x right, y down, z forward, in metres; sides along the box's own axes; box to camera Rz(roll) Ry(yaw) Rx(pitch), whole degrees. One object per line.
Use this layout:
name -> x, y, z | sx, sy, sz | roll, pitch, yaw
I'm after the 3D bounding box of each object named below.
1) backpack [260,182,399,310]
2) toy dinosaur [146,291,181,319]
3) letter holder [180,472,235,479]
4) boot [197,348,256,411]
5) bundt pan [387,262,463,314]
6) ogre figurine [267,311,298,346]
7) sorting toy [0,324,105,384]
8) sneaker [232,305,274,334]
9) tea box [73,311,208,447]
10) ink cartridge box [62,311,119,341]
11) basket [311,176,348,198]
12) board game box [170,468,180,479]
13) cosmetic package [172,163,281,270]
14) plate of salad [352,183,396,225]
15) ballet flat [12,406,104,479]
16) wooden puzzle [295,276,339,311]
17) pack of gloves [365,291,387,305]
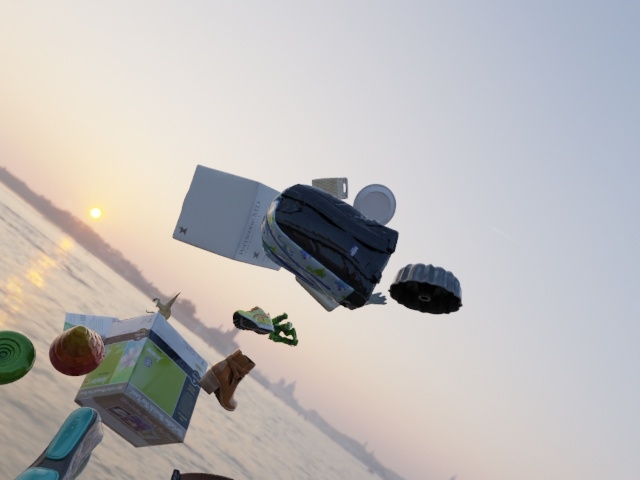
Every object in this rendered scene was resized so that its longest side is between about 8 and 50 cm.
backpack -> 0.000, 0.000, 1.536 | 0.356, 0.290, 0.273 | 38, -32, -17
toy dinosaur -> -0.584, 0.254, 1.980 | 0.093, 0.183, 0.053 | 32, -9, 27
letter holder -> -0.414, 0.993, 1.989 | 0.302, 0.214, 0.152 | -10, -36, 29
boot -> -0.251, 0.413, 1.574 | 0.073, 0.152, 0.197 | 41, -14, 40
bundt pan -> 0.472, 0.205, 2.374 | 0.331, 0.124, 0.330 | 13, -29, 7
ogre figurine -> -0.177, 0.403, 2.386 | 0.118, 0.096, 0.197 | -8, -33, 15
sorting toy -> -0.652, 0.225, 1.142 | 0.126, 0.366, 0.127 | -55, -137, 47
sneaker -> -0.251, 0.281, 1.962 | 0.082, 0.094, 0.208 | -18, -30, 24
tea box -> -0.599, 0.485, 1.844 | 0.220, 0.323, 0.329 | -15, -52, 21
ink cartridge box -> -0.940, 0.380, 2.188 | 0.213, 0.093, 0.154 | 9, 21, -25
basket -> 0.044, -0.259, 2.675 | 0.167, 0.113, 0.103 | 0, 3, 31
board game box -> -0.530, 0.922, 1.881 | 0.026, 0.186, 0.126 | 10, -45, -2
cosmetic package -> -0.341, -0.086, 2.261 | 0.328, 0.329, 0.394 | 18, -1, 26
plate of salad -> 0.232, -0.149, 2.313 | 0.200, 0.200, 0.048 | 44, 0, -20
ballet flat -> -0.559, 0.499, 1.123 | 0.108, 0.316, 0.106 | 6, -58, 18
wooden puzzle -> 0.055, 0.151, 2.108 | 0.221, 0.239, 0.044 | 42, -35, 28
pack of gloves -> 0.181, 0.233, 2.405 | 0.195, 0.046, 0.232 | 53, -33, -15
